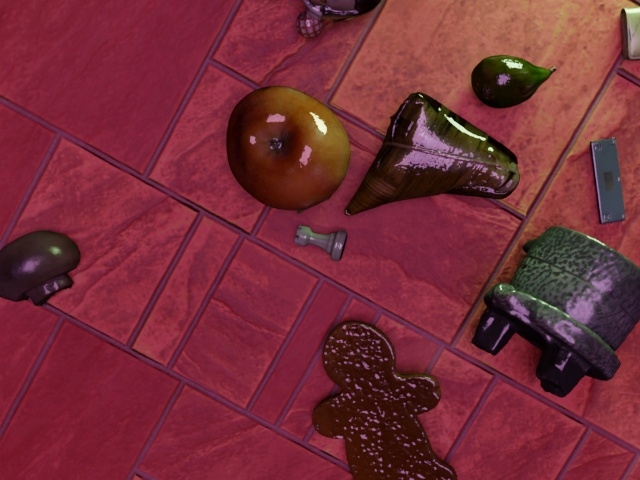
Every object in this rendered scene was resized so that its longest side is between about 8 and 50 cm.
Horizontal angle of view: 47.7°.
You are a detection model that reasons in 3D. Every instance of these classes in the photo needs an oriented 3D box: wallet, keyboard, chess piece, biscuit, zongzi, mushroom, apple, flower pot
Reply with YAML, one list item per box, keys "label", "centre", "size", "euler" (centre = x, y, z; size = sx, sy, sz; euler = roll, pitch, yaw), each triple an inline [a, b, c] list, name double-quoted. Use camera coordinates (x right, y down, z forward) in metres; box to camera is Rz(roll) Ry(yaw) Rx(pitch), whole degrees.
- label: "wallet"
  centre: [0.698, -0.428, 1.481]
  size: [0.155, 0.039, 0.110]
  euler: [-6, 94, 0]
- label: "keyboard"
  centre: [0.603, -0.125, 1.521]
  size: [0.055, 0.014, 0.176]
  euler: [-10, 96, -1]
- label: "chess piece"
  centre: [0.000, 0.000, 1.501]
  size: [0.103, 0.067, 0.067]
  euler: [15, 95, 6]
- label: "biscuit"
  centre: [0.127, 0.369, 1.536]
  size: [0.283, 0.064, 0.432]
  euler: [-20, 94, 10]
- label: "zongzi"
  centre: [0.223, -0.112, 1.454]
  size: [0.286, 0.134, 0.288]
  euler: [32, 93, -1]
- label: "mushroom"
  centre: [-0.596, 0.057, 1.477]
  size: [0.188, 0.117, 0.141]
  euler: [-32, 84, 6]
- label: "apple"
  centre: [-0.065, -0.179, 1.398]
  size: [0.254, 0.253, 0.253]
  euler: [0, 96, -1]
- label: "flower pot"
  centre: [0.456, 0.137, 1.413]
  size: [0.299, 0.299, 0.283]
  euler: [34, 88, -4]

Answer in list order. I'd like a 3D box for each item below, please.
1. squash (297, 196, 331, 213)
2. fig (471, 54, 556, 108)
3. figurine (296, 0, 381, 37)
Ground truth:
- label: "squash"
  centre: [-0.014, -0.085, 1.507]
  size: [0.083, 0.027, 0.027]
  euler: [-26, 95, 0]
- label: "fig"
  centre: [0.395, -0.320, 1.457]
  size: [0.177, 0.117, 0.117]
  euler: [-3, 96, -15]
- label: "figurine"
  centre: [-0.021, -0.540, 1.402]
  size: [0.370, 0.167, 0.281]
  euler: [15, 129, 7]
